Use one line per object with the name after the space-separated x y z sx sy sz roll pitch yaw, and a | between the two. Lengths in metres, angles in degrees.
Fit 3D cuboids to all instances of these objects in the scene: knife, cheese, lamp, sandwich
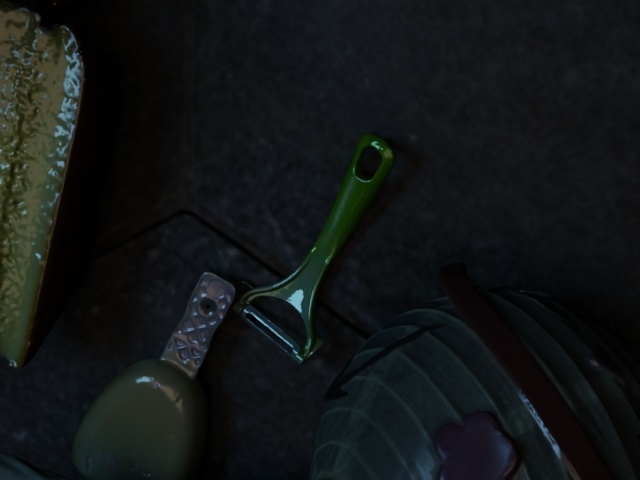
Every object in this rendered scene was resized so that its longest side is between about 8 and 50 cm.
0.001 0.000 0.626 0.078 0.022 0.166 35 107 16 | knife
-0.110 0.107 0.666 0.097 0.037 0.192 30 107 5 | cheese
0.110 0.152 0.529 0.233 0.233 0.265 -38 61 17 | lamp
-0.202 -0.039 0.638 0.090 0.088 0.244 14 100 2 | sandwich

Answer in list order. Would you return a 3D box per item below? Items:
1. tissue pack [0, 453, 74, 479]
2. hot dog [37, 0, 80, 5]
-0.154 0.313 0.641 0.228 0.103 0.316 20 126 10 | tissue pack
-0.248 -0.244 0.612 0.269 0.072 0.115 34 106 6 | hot dog
